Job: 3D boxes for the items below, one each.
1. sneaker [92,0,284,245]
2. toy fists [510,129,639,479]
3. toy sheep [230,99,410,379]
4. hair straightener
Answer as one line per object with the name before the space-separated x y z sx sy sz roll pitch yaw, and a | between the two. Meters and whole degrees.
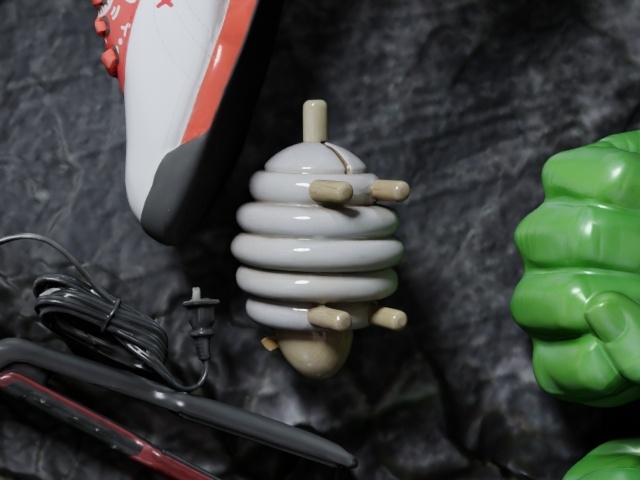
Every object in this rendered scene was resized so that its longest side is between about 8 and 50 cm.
sneaker | -0.088 -0.143 0.700 0.145 0.090 0.270 16 94 5
toy fists | 0.181 0.083 0.738 0.142 0.096 0.279 -12 91 -12
toy sheep | 0.000 0.000 0.705 0.091 0.091 0.132 4 93 -13
hair straightener | -0.084 0.060 0.710 0.230 0.047 0.089 27 81 -5
